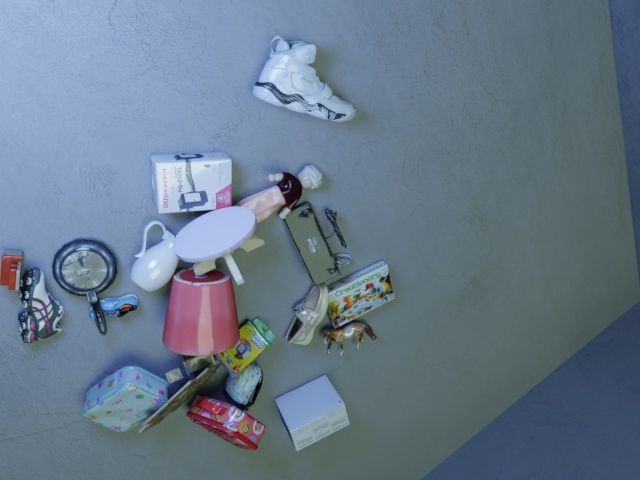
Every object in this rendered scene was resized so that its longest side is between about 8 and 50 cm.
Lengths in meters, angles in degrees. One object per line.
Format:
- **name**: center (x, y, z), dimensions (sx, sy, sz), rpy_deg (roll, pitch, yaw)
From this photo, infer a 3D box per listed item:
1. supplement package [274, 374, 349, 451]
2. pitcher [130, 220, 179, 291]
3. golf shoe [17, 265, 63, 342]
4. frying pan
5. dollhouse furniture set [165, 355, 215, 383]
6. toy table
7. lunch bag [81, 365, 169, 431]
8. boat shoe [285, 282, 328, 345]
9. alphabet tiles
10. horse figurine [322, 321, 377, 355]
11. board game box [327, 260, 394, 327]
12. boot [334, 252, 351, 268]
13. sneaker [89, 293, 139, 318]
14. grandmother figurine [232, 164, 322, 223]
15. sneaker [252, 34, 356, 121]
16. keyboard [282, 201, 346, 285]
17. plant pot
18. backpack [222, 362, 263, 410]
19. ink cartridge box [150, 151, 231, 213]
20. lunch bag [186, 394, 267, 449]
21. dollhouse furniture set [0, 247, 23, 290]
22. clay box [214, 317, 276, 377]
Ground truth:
- **supplement package**: center (-0.040, 0.763, 2.193), dimensions (0.262, 0.204, 0.145), rpy_deg (-21, 123, -16)
- **pitcher**: center (-0.551, 0.052, 1.635), dimensions (0.178, 0.125, 0.207), rpy_deg (43, 81, -30)
- **golf shoe**: center (-0.888, 0.196, 1.563), dimensions (0.120, 0.105, 0.272), rpy_deg (-6, 124, -41)
- **frying pan**: center (-0.769, 0.151, 1.582), dimensions (0.198, 0.053, 0.325), rpy_deg (11, 97, -21)
- **dollhouse furniture set**: center (-0.518, 0.423, 1.874), dimensions (0.182, 0.101, 0.160), rpy_deg (-21, 98, -15)
- **toy table**: center (-0.326, 0.014, 1.621), dimensions (0.275, 0.252, 0.160), rpy_deg (-16, 143, -1)
- **lunch bag**: center (-0.705, 0.581, 1.792), dimensions (0.279, 0.107, 0.224), rpy_deg (-34, 131, 17)
- **boat shoe**: center (-0.057, 0.303, 2.015), dimensions (0.098, 0.109, 0.302), rpy_deg (10, 115, -31)
- **alphabet tiles**: center (-0.525, 0.591, 1.863), dimensions (0.342, 0.011, 0.285), rpy_deg (-43, 170, 0)
- **horse figurine**: center (0.126, 0.427, 2.192), dimensions (0.264, 0.066, 0.174), rpy_deg (-15, 126, -17)
- **board game box**: center (0.165, 0.232, 2.118), dimensions (0.306, 0.053, 0.192), rpy_deg (-25, 123, -13)
- **boot**: center (0.050, 0.108, 1.978), dimensions (0.190, 0.086, 0.069), rpy_deg (-14, 120, -20)
- **sneaker**: center (-0.703, 0.231, 1.673), dimensions (0.162, 0.073, 0.063), rpy_deg (-17, 121, -17)
- **grandmother figurine**: center (-0.143, -0.167, 1.743), dimensions (0.343, 0.104, 0.207), rpy_deg (-30, 152, -13)
- **sneaker**: center (-0.023, -0.518, 1.592), dimensions (0.366, 0.137, 0.210), rpy_deg (8, 113, -26)
- **keyboard**: center (0.000, 0.000, 1.876), dimensions (0.202, 0.033, 0.316), rpy_deg (-25, 105, -5)
- **plant pot**: center (-0.415, 0.233, 1.720), dimensions (0.275, 0.275, 0.242), rpy_deg (-3, 105, -25)
- **backpack**: center (-0.316, 0.578, 2.003), dimensions (0.115, 0.152, 0.181), rpy_deg (30, 88, -40)
- **ink cartridge box**: center (-0.415, -0.189, 1.587), dimensions (0.238, 0.100, 0.171), rpy_deg (-7, 117, -24)
- **lunch bag**: center (-0.382, 0.709, 1.948), dimensions (0.258, 0.293, 0.120), rpy_deg (53, 52, -36)
- **dollhouse furniture set**: center (-1.005, 0.076, 1.406), dimensions (0.259, 0.135, 0.261), rpy_deg (5, 112, -28)
- **clay box**: center (-0.297, 0.418, 1.938), dimensions (0.222, 0.127, 0.053), rpy_deg (-44, 164, 0)
